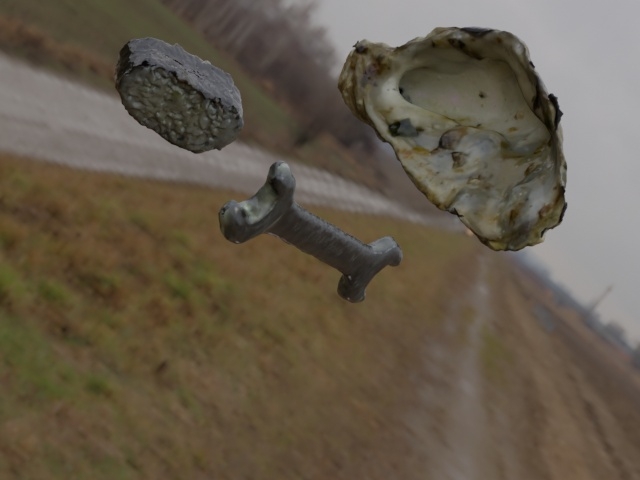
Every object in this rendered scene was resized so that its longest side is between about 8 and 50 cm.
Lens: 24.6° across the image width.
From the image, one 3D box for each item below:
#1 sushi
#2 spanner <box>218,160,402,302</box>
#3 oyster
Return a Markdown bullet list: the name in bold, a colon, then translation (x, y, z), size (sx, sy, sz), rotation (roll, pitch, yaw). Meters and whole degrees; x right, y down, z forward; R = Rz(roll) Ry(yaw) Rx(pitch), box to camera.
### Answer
- **sushi**: translation (-0.157, -0.160, 1.618), size (0.150, 0.090, 0.078), rotation (26, 34, -24)
- **spanner**: translation (0.000, 0.000, 0.877), size (0.015, 0.054, 0.254), rotation (44, 5, 21)
- **oyster**: translation (0.125, -0.085, 1.252), size (0.094, 0.166, 0.294), rotation (51, 14, -48)
